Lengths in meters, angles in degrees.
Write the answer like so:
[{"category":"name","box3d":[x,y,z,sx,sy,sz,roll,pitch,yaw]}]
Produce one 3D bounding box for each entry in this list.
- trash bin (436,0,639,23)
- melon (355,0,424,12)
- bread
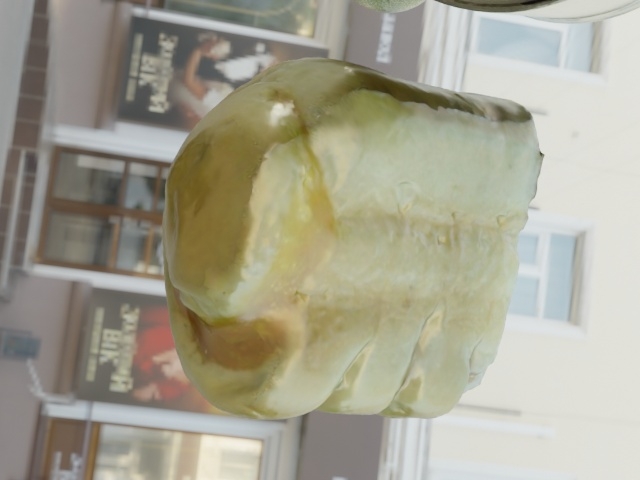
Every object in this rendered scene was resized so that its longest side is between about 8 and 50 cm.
[{"category":"trash bin","box3d":[0.184,-0.308,0.867,0.432,0.280,0.280,-33,137,-67]},{"category":"melon","box3d":[0.073,-0.331,1.249,0.192,0.139,0.139,34,58,-59]},{"category":"bread","box3d":[0.000,0.000,0.935,0.210,0.341,0.300,12,-81,48]}]
